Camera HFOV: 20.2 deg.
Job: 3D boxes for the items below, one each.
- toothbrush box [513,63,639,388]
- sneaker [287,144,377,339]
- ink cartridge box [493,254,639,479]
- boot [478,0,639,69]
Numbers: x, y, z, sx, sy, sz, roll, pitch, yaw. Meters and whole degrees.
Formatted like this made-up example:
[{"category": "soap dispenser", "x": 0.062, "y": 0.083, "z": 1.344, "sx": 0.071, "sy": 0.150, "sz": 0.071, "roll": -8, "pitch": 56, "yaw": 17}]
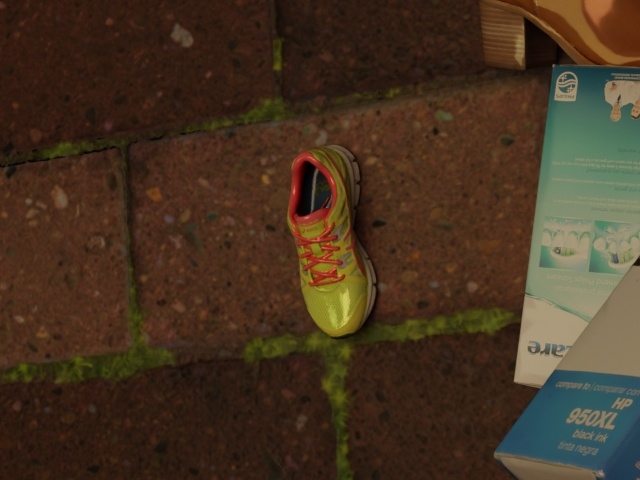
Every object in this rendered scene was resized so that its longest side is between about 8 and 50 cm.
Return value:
[{"category": "toothbrush box", "x": 0.296, "y": 0.001, "z": 1.661, "sx": 0.126, "sy": 0.216, "sz": 0.295, "roll": 4, "pitch": 87, "yaw": 33}, {"category": "sneaker", "x": 0.000, "y": 0.000, "z": 1.866, "sx": 0.081, "sy": 0.094, "sz": 0.208, "roll": -12, "pitch": 81, "yaw": 21}, {"category": "ink cartridge box", "x": 0.382, "y": 0.123, "z": 1.493, "sx": 0.285, "sy": 0.166, "sz": 0.395, "roll": 45, "pitch": 72, "yaw": -17}, {"category": "boot", "x": 0.280, "y": -0.272, "z": 1.744, "sx": 0.283, "sy": 0.109, "sz": 0.220, "roll": 11, "pitch": 107, "yaw": 38}]
